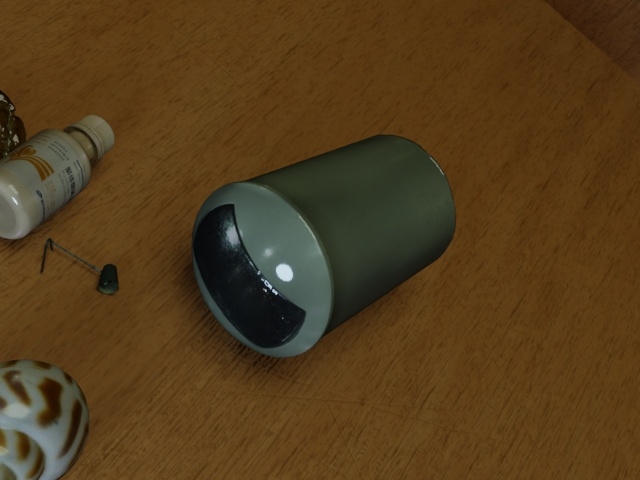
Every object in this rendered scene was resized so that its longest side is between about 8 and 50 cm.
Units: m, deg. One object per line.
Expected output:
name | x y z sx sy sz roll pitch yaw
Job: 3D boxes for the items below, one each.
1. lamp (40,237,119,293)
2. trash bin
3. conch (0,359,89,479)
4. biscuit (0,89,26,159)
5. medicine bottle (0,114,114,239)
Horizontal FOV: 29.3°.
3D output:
lamp | -0.361 0.037 1.860 0.121 0.041 0.054 22 40 -22
trash bin | 0.000 0.000 1.958 0.432 0.280 0.280 -27 75 -46
conch | -0.397 0.252 1.593 0.182 0.149 0.275 36 47 -10
biscuit | -0.563 -0.182 1.884 0.226 0.042 0.226 18 49 -23
medicine bottle | -0.414 -0.108 1.875 0.114 0.114 0.252 42 44 1
